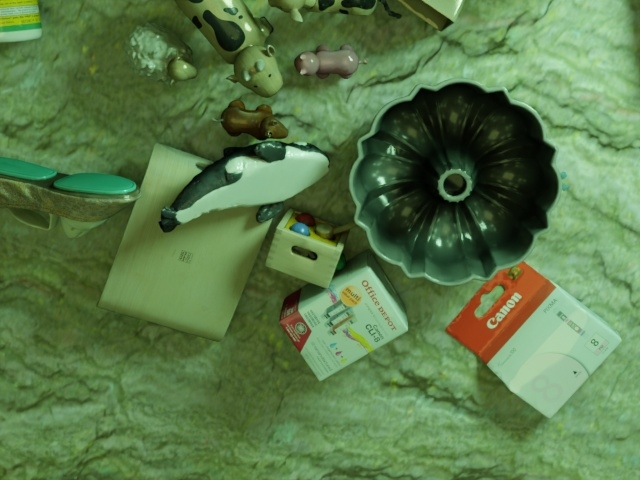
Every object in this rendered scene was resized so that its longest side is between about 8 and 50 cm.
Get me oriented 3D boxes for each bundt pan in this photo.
[{"bbox_3d":[0.210,-0.101,1.504,0.331,0.124,0.331,1,106,4],"label":"bundt pan"}]

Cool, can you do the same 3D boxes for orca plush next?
[{"bbox_3d":[-0.134,-0.099,1.504,0.287,0.102,0.151,-31,139,-6],"label":"orca plush"}]

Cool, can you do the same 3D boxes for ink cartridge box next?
[{"bbox_3d":[0.361,0.164,1.605,0.232,0.066,0.189,36,105,-11],"label":"ink cartridge box"},{"bbox_3d":[0.042,0.122,1.572,0.176,0.127,0.128,-32,101,10],"label":"ink cartridge box"}]

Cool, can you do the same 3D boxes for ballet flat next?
[{"bbox_3d":[-0.423,-0.064,1.538,0.316,0.107,0.106,12,114,26],"label":"ballet flat"}]

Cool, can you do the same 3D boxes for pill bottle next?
[{"bbox_3d":[-0.506,-0.414,1.463,0.117,0.117,0.208,-4,105,4],"label":"pill bottle"}]

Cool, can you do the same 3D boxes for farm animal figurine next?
[{"bbox_3d":[-0.096,-0.315,1.437,0.327,0.172,0.330,36,104,-6],"label":"farm animal figurine"}]

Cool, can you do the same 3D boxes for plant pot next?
[{"bbox_3d":[0.176,-0.396,1.439,0.109,0.109,0.096,32,92,-6],"label":"plant pot"}]

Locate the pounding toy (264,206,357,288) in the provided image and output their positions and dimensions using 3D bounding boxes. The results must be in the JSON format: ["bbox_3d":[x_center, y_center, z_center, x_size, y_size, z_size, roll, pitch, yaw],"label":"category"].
[{"bbox_3d":[0.000,0.000,1.550,0.141,0.130,0.100,20,112,2],"label":"pounding toy"}]

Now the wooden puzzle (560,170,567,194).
[{"bbox_3d":[0.374,-0.084,1.559,0.049,0.006,0.083,37,104,-7],"label":"wooden puzzle"}]

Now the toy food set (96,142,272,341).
[{"bbox_3d":[-0.225,0.012,1.589,0.220,0.092,0.306,19,107,-14],"label":"toy food set"}]
